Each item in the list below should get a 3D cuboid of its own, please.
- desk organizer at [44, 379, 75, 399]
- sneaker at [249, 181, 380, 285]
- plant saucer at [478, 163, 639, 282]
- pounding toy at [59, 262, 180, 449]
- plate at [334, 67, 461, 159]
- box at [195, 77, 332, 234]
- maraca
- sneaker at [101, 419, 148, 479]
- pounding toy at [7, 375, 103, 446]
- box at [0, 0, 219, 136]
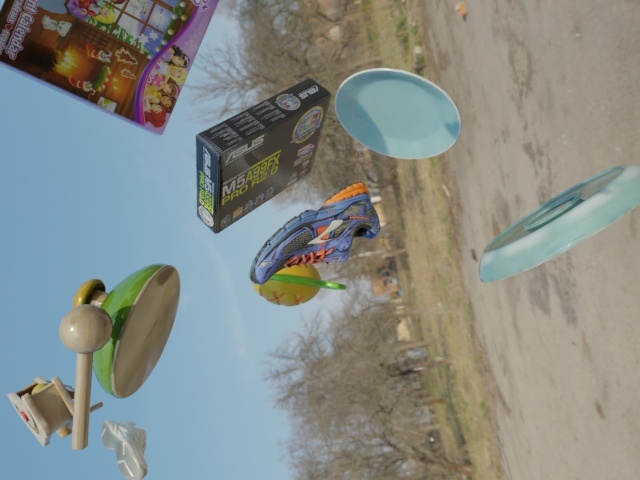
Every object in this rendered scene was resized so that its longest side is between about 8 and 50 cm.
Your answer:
[{"bbox_3d":[-0.807,0.465,1.484,0.050,0.047,0.130,-56,-26,-14],"label":"desk organizer"},{"bbox_3d":[0.000,0.000,0.670,0.087,0.221,0.083,55,157,5],"label":"sneaker"},{"bbox_3d":[0.392,-0.035,0.808,0.043,0.317,0.317,55,-174,5],"label":"plant saucer"},{"bbox_3d":[-0.281,0.114,0.631,0.237,0.110,0.183,-64,-10,-72],"label":"pounding toy"},{"bbox_3d":[0.112,-0.185,0.712,0.188,0.188,0.024,65,-138,-59],"label":"plate"},{"bbox_3d":[-0.107,-0.156,0.908,0.060,0.270,0.216,42,146,16],"label":"box"},{"bbox_3d":[-0.045,0.077,0.924,0.127,0.186,0.099,175,104,-74],"label":"maraca"},{"bbox_3d":[-0.318,0.345,0.825,0.061,0.152,0.053,6,-79,-42],"label":"sneaker"},{"bbox_3d":[-0.629,0.377,1.167,0.155,0.269,0.154,-33,-98,-41],"label":"pounding toy"},{"bbox_3d":[-0.232,-0.301,0.585,0.057,0.201,0.293,21,89,65],"label":"box"}]
